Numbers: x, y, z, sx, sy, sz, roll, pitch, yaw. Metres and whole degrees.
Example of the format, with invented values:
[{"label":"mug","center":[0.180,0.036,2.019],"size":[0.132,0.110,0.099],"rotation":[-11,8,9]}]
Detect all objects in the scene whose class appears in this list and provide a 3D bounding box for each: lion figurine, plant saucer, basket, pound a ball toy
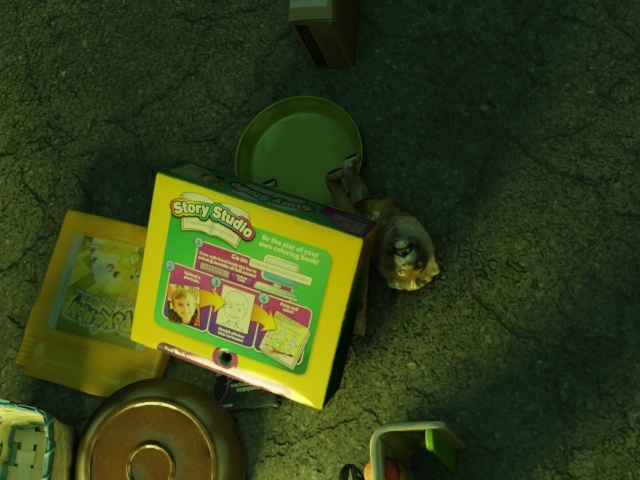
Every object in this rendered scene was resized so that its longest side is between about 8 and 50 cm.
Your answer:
[{"label":"lion figurine","center":[0.000,0.000,1.909],"size":[0.392,0.142,0.240],"rotation":[-13,108,26]},{"label":"plant saucer","center":[-0.285,0.391,1.885],"size":[0.311,0.050,0.310],"rotation":[-2,81,12]},{"label":"basket","center":[-0.546,0.391,1.848],"size":[0.201,0.289,0.254],"rotation":[1,73,15]},{"label":"plant saucer","center":[-0.037,-0.148,2.012],"size":[0.241,0.037,0.241],"rotation":[-4,73,13]},{"label":"pound a ball toy","center":[0.143,0.391,1.648],"size":[0.136,0.319,0.208],"rotation":[-7,72,13]}]

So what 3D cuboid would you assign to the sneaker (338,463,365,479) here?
[{"label":"sneaker","center":[0.012,0.494,1.773],"size":[0.108,0.100,0.271],"rotation":[9,76,23]}]

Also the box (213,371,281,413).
[{"label":"box","center":[-0.132,0.219,1.931],"size":[0.116,0.029,0.162],"rotation":[-10,73,12]}]

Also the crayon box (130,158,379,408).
[{"label":"crayon box","center":[-0.115,0.069,1.821],"size":[0.363,0.106,0.313],"rotation":[18,111,14]}]

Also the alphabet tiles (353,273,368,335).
[{"label":"alphabet tiles","center":[-0.014,0.074,1.867],"size":[0.198,0.009,0.237],"rotation":[12,120,17]}]

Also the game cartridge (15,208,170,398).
[{"label":"game cartridge","center":[-0.390,0.122,2.018],"size":[0.285,0.052,0.323],"rotation":[12,76,18]}]

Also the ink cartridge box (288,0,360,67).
[{"label":"ink cartridge box","center":[0.013,-0.462,2.010],"size":[0.088,0.193,0.234],"rotation":[1,73,15]}]
